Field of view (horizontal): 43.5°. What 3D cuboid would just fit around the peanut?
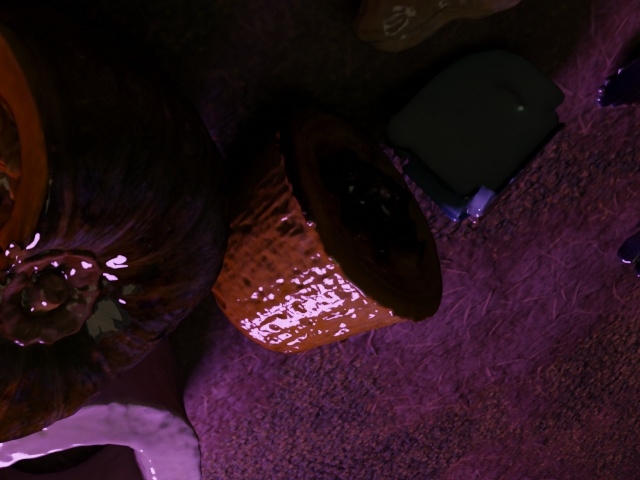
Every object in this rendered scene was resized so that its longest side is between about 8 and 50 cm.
[{"bbox_3d":[0.105,-0.202,0.634,0.174,0.080,0.080,-26,136,1],"label":"peanut"}]

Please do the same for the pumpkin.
[{"bbox_3d":[-0.200,-0.020,0.613,0.232,0.242,0.325,-14,140,-55],"label":"pumpkin"}]

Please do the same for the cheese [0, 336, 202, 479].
[{"bbox_3d":[-0.267,0.226,0.825,0.292,0.153,0.332,-17,137,-8],"label":"cheese"}]

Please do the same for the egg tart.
[{"bbox_3d":[0.000,0.000,0.701,0.170,0.215,0.215,-35,137,26],"label":"egg tart"}]

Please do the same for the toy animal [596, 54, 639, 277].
[{"bbox_3d":[0.462,-0.104,0.859,0.302,0.225,0.284,-40,155,-1],"label":"toy animal"}]

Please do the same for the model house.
[{"bbox_3d":[0.145,-0.084,0.762,0.148,0.119,0.149,-45,163,-11],"label":"model house"}]
